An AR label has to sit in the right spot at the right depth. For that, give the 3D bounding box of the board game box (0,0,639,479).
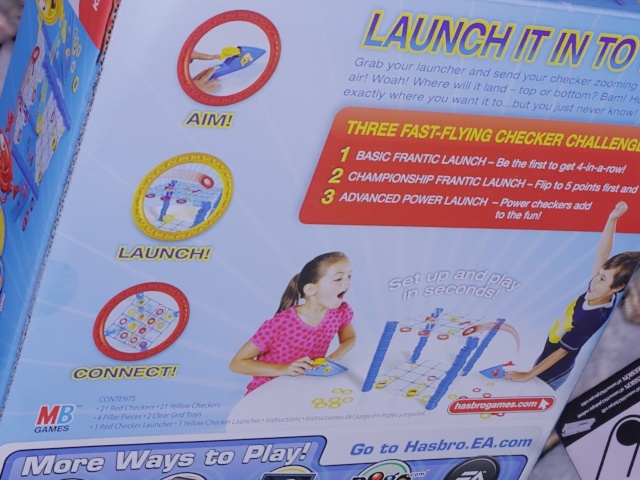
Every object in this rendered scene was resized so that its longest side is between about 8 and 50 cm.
[{"bbox_3d":[0.000,0.000,0.755,0.308,0.086,0.302,2,125,-31],"label":"board game box"}]

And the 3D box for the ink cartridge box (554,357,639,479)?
[{"bbox_3d":[0.242,0.090,0.958,0.207,0.097,0.046,-33,134,10],"label":"ink cartridge box"}]
